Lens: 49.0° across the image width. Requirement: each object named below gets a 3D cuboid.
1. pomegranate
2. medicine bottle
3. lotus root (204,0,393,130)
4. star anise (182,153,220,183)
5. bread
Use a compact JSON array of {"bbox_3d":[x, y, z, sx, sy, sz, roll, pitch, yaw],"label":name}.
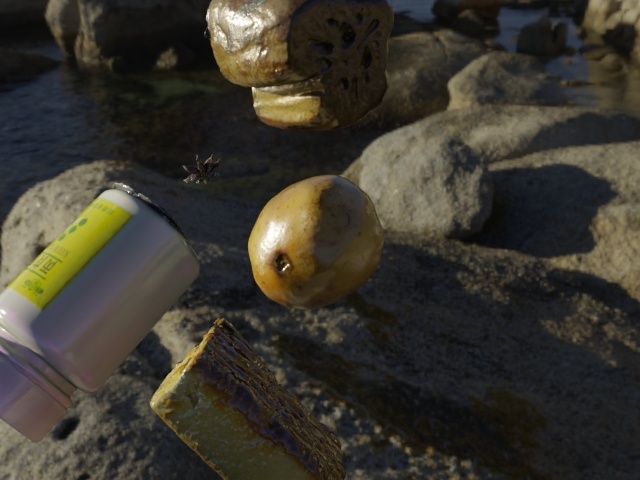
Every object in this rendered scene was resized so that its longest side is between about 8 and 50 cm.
[{"bbox_3d":[-0.014,0.007,1.460,0.307,0.307,0.307,-2,27,1],"label":"pomegranate"},{"bbox_3d":[-0.382,0.112,1.116,0.213,0.214,0.379,20,61,37],"label":"medicine bottle"},{"bbox_3d":[-0.025,-0.318,1.178,0.316,0.316,0.250,-17,25,-25],"label":"lotus root"},{"bbox_3d":[-0.380,-0.226,2.285,0.141,0.141,0.042,-16,53,-23],"label":"star anise"},{"bbox_3d":[-0.087,0.254,0.969,0.114,0.275,0.185,-41,7,10],"label":"bread"}]
